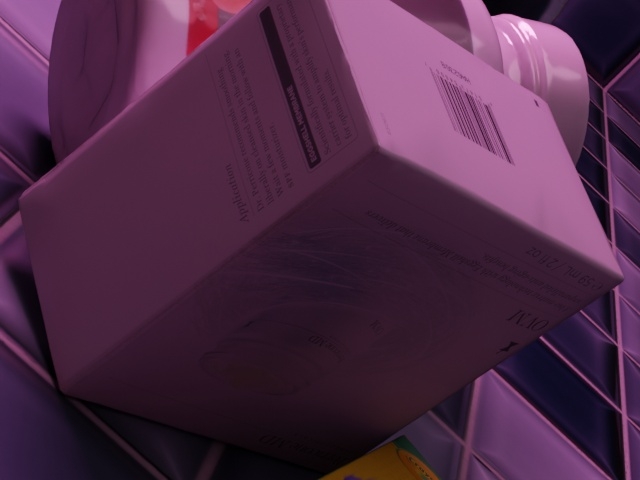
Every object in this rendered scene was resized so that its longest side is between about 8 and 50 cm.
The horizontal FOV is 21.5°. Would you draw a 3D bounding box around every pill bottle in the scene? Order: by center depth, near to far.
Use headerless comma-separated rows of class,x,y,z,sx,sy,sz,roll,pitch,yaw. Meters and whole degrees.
pill bottle,0.004,-0.095,1.065,0.318,0.176,0.176,6,37,-27

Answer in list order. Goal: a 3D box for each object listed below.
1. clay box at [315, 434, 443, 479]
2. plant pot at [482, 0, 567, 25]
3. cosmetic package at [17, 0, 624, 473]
clay box,0.043,0.180,0.912,0.127,0.053,0.222,49,20,11
plant pot,-0.016,-0.182,1.274,0.248,0.247,0.252,35,1,-27
cosmetic package,0.000,0.000,0.915,0.224,0.224,0.138,24,39,-46
